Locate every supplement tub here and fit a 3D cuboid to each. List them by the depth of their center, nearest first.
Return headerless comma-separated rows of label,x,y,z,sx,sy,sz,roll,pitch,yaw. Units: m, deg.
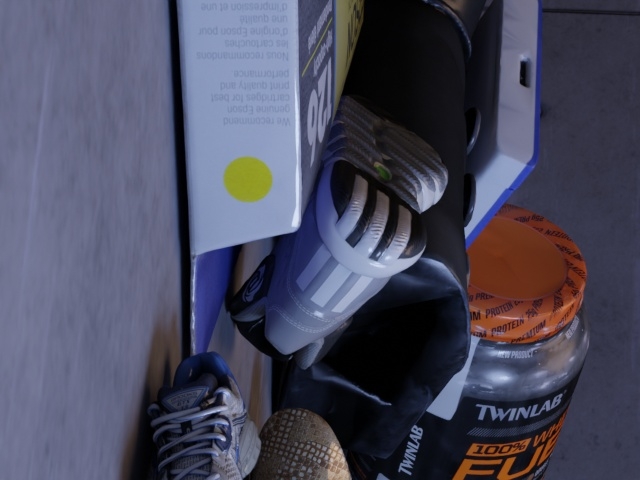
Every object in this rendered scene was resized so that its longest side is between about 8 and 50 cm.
supplement tub,0.139,0.140,1.584,0.207,0.207,0.338,-80,180,-49

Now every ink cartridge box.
ink cartridge box,-0.017,-0.132,0.844,0.304,0.072,0.307,-76,166,-63

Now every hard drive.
hard drive,0.095,-0.044,1.410,0.319,0.040,0.210,125,-20,-45

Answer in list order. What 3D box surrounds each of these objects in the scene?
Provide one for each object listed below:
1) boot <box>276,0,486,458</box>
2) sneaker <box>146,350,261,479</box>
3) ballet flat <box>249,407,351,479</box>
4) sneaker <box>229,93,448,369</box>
boot,0.063,-0.121,1.170,0.445,0.146,0.367,-77,176,-45
sneaker,-0.056,0.090,0.694,0.135,0.052,0.058,-92,173,-69
ballet flat,-0.017,0.207,1.006,0.067,0.073,0.206,-39,130,-63
sneaker,0.000,0.000,0.936,0.132,0.086,0.229,-52,-177,19
